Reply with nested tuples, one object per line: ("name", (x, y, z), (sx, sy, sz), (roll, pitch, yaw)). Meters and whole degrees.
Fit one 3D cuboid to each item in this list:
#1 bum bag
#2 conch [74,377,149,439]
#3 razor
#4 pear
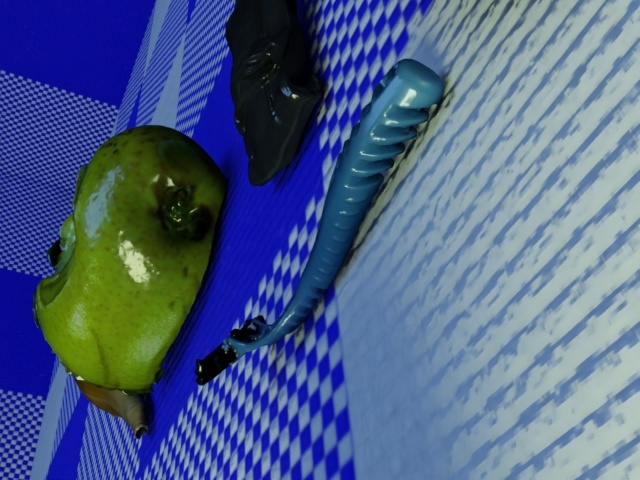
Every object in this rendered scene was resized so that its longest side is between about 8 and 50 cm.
("bum bag", (-0.046, -0.165, 0.663), (0.123, 0.060, 0.248), (126, 150, -45))
("conch", (-0.279, 0.173, 0.970), (0.109, 0.093, 0.330), (-65, 23, 6))
("razor", (0.000, 0.000, 0.457), (0.082, 0.042, 0.253), (-32, -22, -54))
("pear", (-0.209, 0.009, 0.817), (0.255, 0.164, 0.238), (-51, 29, 44))
